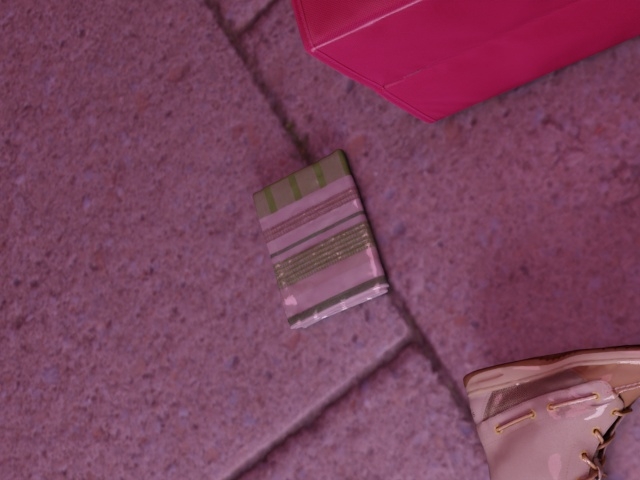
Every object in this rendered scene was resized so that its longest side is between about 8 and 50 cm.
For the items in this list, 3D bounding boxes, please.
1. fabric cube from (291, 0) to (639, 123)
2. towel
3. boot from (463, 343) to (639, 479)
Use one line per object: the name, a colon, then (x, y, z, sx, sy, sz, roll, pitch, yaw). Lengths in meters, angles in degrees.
fabric cube: (0.126, -0.282, 0.985, 0.258, 0.259, 0.254, -22, 72, 24)
towel: (0.000, 0.000, 1.157, 0.113, 0.023, 0.152, -25, 69, 23)
boot: (0.226, 0.172, 0.969, 0.213, 0.077, 0.165, -15, 75, 33)
